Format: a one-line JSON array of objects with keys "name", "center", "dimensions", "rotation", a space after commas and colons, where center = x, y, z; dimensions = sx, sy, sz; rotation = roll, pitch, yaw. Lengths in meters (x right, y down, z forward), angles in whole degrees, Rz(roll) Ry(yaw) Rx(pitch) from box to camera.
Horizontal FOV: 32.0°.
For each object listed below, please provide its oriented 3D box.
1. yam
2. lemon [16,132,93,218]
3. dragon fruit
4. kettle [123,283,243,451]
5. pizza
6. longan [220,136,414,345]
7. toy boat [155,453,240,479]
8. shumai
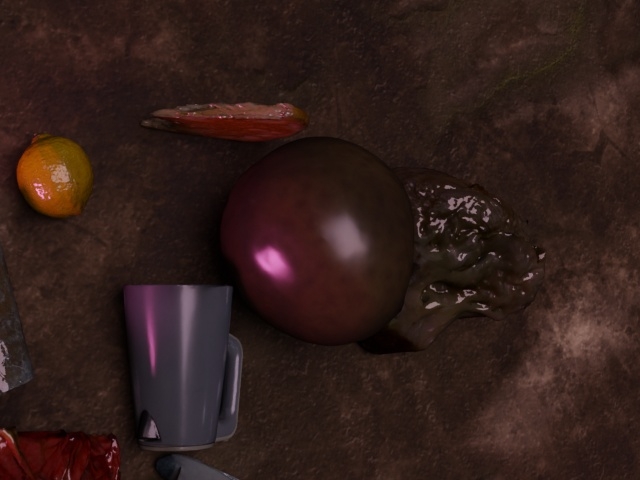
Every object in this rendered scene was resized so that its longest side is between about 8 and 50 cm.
[{"name": "yam", "center": [-0.466, 0.088, 1.536], "dimensions": [0.093, 0.093, 0.259], "rotation": [-14, 89, -30]}, {"name": "lemon", "center": [-0.380, -0.093, 1.602], "dimensions": [0.109, 0.109, 0.133], "rotation": [-25, 91, -30]}, {"name": "dragon fruit", "center": [-0.402, 0.317, 1.502], "dimensions": [0.330, 0.302, 0.240], "rotation": [-17, 58, -46]}, {"name": "kettle", "center": [-0.196, 0.185, 1.658], "dimensions": [0.210, 0.160, 0.243], "rotation": [2, 87, -58]}, {"name": "pizza", "center": [-0.149, -0.186, 1.733], "dimensions": [0.262, 0.181, 0.034], "rotation": [1, 83, -5]}, {"name": "longan", "center": [0.000, 0.000, 1.685], "dimensions": [0.319, 0.319, 0.319], "rotation": [5, 79, -29]}, {"name": "toy boat", "center": [-0.164, 0.402, 1.641], "dimensions": [0.207, 0.134, 0.079], "rotation": [29, 113, -9]}, {"name": "shumai", "center": [0.188, 0.057, 1.836], "dimensions": [0.346, 0.217, 0.283], "rotation": [44, 63, -19]}]
